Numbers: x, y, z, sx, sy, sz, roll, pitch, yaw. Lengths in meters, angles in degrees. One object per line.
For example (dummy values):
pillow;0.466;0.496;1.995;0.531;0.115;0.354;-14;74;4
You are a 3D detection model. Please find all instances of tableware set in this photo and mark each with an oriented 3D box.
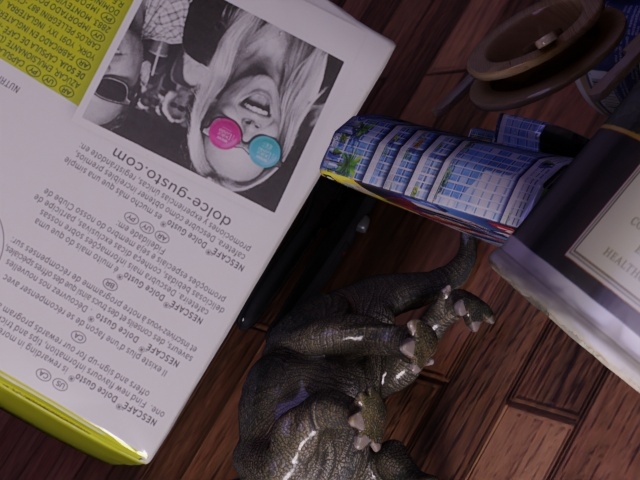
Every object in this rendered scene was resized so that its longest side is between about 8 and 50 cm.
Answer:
tableware set;0.142;-0.136;0.643;0.194;0.039;0.128;-45;24;-26

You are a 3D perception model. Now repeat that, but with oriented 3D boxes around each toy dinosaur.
toy dinosaur;0.006;0.088;0.743;0.160;0.121;0.313;-7;54;40

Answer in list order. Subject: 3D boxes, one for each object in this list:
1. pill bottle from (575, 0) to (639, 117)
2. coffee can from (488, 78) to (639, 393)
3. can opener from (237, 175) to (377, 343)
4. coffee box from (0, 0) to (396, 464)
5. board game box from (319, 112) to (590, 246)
pill bottle;0.214;-0.101;0.652;0.094;0.094;0.169;-55;25;-5
coffee can;0.221;-0.036;0.430;0.275;0.201;0.201;-51;25;5
can opener;0.000;0.000;0.947;0.059;0.073;0.186;20;64;18
coffee box;-0.206;-0.054;0.934;0.334;0.338;0.337;-60;7;-16
board game box;0.134;-0.015;0.611;0.194;0.194;0.060;19;89;50
